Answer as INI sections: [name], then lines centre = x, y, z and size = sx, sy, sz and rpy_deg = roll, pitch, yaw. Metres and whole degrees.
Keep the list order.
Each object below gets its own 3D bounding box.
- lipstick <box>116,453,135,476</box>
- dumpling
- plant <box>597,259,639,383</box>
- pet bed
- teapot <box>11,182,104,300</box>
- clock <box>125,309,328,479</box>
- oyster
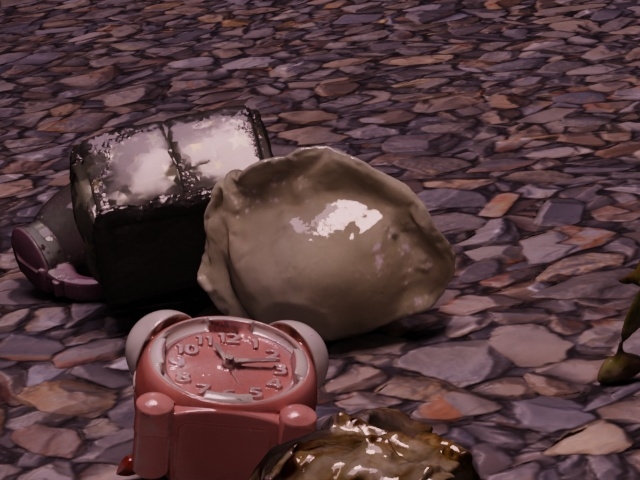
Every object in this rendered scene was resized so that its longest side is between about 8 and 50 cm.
[lipstick]
centre = -0.107, 0.168, 1.546
size = 0.129, 0.030, 0.030
rpy_deg = -16, 19, -24
[dumpling]
centre = 0.000, 0.000, 1.765
size = 0.258, 0.193, 0.147
rpy_deg = 2, 24, 21
[plant]
centre = 0.345, -0.020, 1.491
size = 0.251, 0.333, 0.180
rpy_deg = 16, 42, 27
[pet bed]
centre = -0.134, -0.012, 1.890
size = 0.211, 0.183, 0.159
rpy_deg = -12, 59, -6
[teapot]
centre = -0.252, 0.008, 2.040
size = 0.146, 0.148, 0.116
rpy_deg = -29, -11, -24
[clock]
centre = -0.076, 0.124, 1.512
size = 0.166, 0.092, 0.162
rpy_deg = 5, 33, -4
[oyster]
centre = 0.034, 0.176, 1.274
size = 0.198, 0.133, 0.337
rpy_deg = -31, -3, 13
